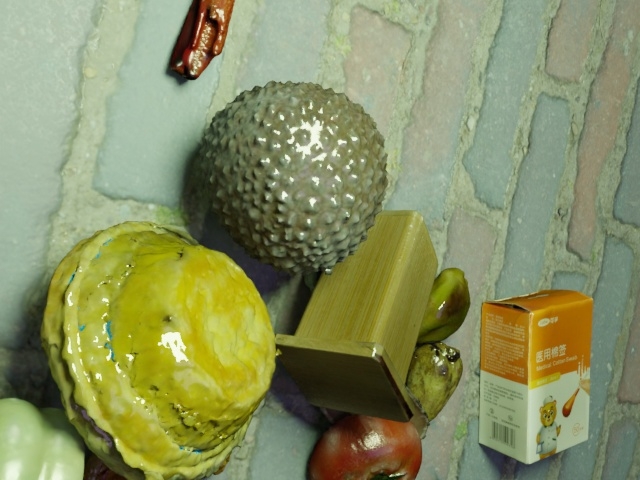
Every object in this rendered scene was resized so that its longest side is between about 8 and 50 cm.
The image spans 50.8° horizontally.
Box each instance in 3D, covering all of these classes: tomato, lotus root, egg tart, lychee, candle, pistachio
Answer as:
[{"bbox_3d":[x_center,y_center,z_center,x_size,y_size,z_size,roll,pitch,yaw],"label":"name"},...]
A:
[{"bbox_3d":[0.092,0.417,1.223,0.225,0.085,0.225,-6,114,-14],"label":"tomato"},{"bbox_3d":[0.216,0.294,1.350,0.108,0.094,0.191,22,90,-14],"label":"lotus root"},{"bbox_3d":[-0.184,0.140,0.921,0.388,0.169,0.388,39,40,-43],"label":"egg tart"},{"bbox_3d":[-0.043,-0.094,0.997,0.300,0.300,0.300,-5,98,-35],"label":"lychee"},{"bbox_3d":[-0.157,-0.382,1.021,0.059,0.084,0.302,37,64,-65],"label":"candle"},{"bbox_3d":[0.239,0.137,1.337,0.189,0.100,0.110,-43,114,-25],"label":"pistachio"}]

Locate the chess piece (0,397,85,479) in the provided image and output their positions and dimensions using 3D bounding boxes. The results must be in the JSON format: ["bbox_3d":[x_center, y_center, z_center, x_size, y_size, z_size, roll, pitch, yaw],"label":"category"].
[{"bbox_3d":[-0.517,0.263,0.751,0.442,0.234,0.234,24,81,-32],"label":"chess piece"}]

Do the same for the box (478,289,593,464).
[{"bbox_3d":[0.479,0.289,1.500,0.225,0.143,0.341,-6,100,-35],"label":"box"}]

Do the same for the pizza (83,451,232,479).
[{"bbox_3d":[-0.226,0.323,1.025,0.305,0.085,0.161,-26,99,-35],"label":"pizza"}]

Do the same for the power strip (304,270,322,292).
[{"bbox_3d":[0.000,0.000,1.194,0.047,0.030,0.191,1,95,-36],"label":"power strip"}]

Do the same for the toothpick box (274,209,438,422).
[{"bbox_3d":[0.081,0.109,1.117,0.187,0.190,0.308,62,40,-39],"label":"toothpick box"}]

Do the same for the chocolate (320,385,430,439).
[{"bbox_3d":[0.093,0.300,1.259,0.161,0.083,0.261,-30,119,0],"label":"chocolate"}]
